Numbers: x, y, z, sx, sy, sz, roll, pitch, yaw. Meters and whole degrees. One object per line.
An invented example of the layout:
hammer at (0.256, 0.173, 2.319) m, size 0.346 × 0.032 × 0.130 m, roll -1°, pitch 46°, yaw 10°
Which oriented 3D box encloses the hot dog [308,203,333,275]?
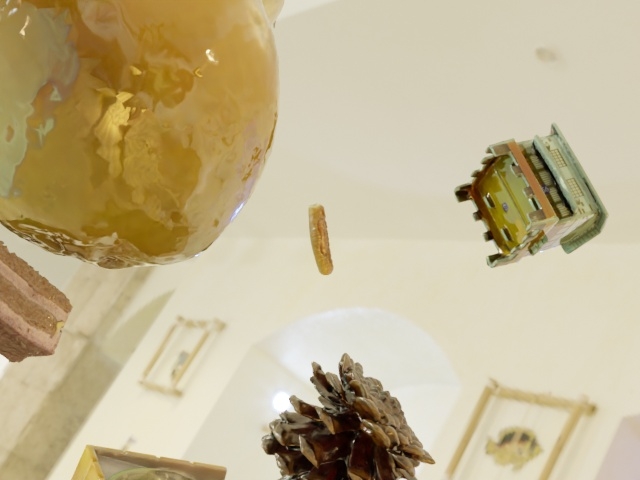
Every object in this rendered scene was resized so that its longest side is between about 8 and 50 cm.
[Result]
hot dog at (0.000, 0.000, 1.789) m, size 0.028 × 0.044 × 0.137 m, roll 3°, pitch -77°, yaw 49°

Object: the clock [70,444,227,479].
clock at (-0.112, 0.280, 0.747) m, size 0.310 × 0.166 × 0.235 m, roll 27°, pitch 11°, yaw 22°

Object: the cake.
cake at (-0.474, 0.082, 1.449) m, size 0.113 × 0.115 × 0.295 m, roll -3°, pitch -33°, yaw 10°

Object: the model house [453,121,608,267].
model house at (0.410, -0.087, 1.854) m, size 0.224 × 0.215 × 0.198 m, roll 65°, pitch -29°, yaw 21°

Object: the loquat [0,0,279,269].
loquat at (-0.166, -0.119, 0.754) m, size 0.276 × 0.283 × 0.276 m, roll 2°, pitch 0°, yaw 0°

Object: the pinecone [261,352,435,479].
pinecone at (0.029, 0.455, 2.031) m, size 0.384 × 0.384 × 0.384 m, roll 28°, pitch -20°, yaw 11°

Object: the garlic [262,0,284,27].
garlic at (-0.140, -0.278, 1.239) m, size 0.145 × 0.245 × 0.164 m, roll 35°, pitch -28°, yaw 25°
